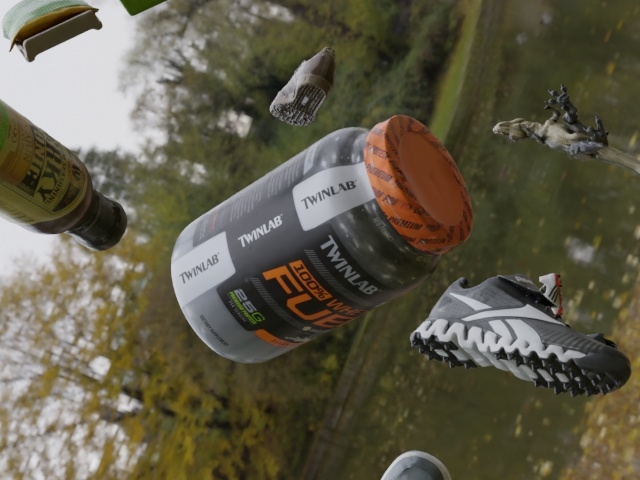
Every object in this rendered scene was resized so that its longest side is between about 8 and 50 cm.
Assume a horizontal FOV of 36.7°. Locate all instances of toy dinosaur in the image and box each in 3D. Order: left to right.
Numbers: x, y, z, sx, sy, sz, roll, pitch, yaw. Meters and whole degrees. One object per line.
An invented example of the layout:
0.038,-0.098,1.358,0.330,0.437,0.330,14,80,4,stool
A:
0.355,-0.140,1.315,0.064,0.268,0.118,-51,-34,-13,toy dinosaur

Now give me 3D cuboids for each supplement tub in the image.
0.000,0.000,0.652,0.190,0.117,0.117,-30,23,33,supplement tub

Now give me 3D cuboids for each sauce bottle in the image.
-0.332,-0.074,1.089,0.111,0.111,0.344,-69,-23,-10,sauce bottle

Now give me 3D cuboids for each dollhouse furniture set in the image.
-0.154,-0.185,0.651,0.076,0.151,0.059,47,161,49,dollhouse furniture set

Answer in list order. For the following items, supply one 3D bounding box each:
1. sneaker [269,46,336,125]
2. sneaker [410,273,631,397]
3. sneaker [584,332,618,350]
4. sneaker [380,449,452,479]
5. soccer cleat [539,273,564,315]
-0.018,-0.225,1.428,0.071,0.066,0.188,-67,16,-16,sneaker
0.196,0.080,0.927,0.234,0.078,0.106,7,62,47,sneaker
0.280,0.118,0.946,0.035,0.083,0.031,-23,43,35,sneaker
0.063,0.380,1.045,0.178,0.123,0.296,20,-96,-72,sneaker
0.355,0.086,1.483,0.029,0.035,0.083,-81,-19,-54,soccer cleat
